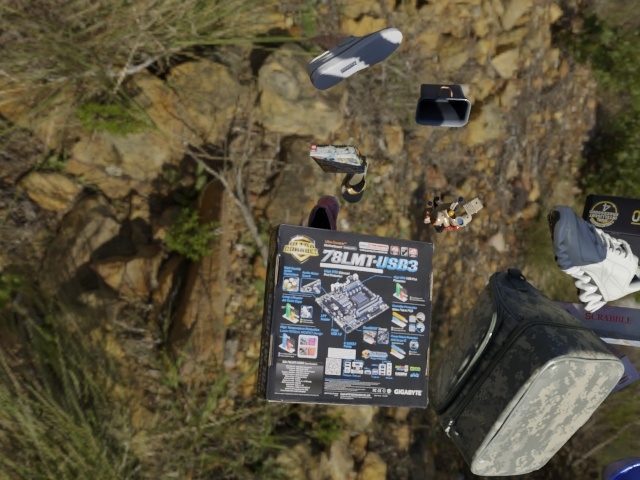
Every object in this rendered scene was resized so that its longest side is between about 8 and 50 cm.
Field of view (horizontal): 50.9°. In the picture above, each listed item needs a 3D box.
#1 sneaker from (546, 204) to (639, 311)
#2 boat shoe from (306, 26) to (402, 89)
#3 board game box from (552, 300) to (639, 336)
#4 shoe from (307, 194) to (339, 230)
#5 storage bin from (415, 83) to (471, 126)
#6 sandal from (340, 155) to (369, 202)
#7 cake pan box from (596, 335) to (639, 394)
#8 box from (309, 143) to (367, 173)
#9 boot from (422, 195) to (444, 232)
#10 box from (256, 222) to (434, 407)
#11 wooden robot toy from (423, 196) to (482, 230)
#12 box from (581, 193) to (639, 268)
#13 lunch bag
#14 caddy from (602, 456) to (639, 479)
[{"bbox_3d":[0.479,0.020,1.174,0.292,0.118,0.110,40,42,-43],"label":"sneaker"},{"bbox_3d":[0.085,-0.502,1.795,0.088,0.267,0.096,64,10,28],"label":"boat shoe"},{"bbox_3d":[0.763,0.224,1.755,0.318,0.318,0.066,23,74,-53],"label":"board game box"},{"bbox_3d":[0.000,0.000,1.380,0.081,0.063,0.178,-49,147,-68],"label":"shoe"},{"bbox_3d":[0.310,-0.360,1.728,0.098,0.135,0.091,92,0,-46],"label":"storage bin"},{"bbox_3d":[0.101,-0.162,1.882,0.180,0.072,0.049,103,-28,-51],"label":"sandal"},{"bbox_3d":[0.582,0.333,1.586,0.070,0.266,0.246,60,6,4],"label":"cake pan box"},{"bbox_3d":[0.040,-0.168,1.394,0.137,0.093,0.027,34,60,-75],"label":"box"},{"bbox_3d":[0.304,-0.056,1.770,0.118,0.042,0.087,-54,137,-39],"label":"boot"},{"bbox_3d":[0.049,0.134,1.162,0.073,0.295,0.293,154,-59,-68],"label":"box"},{"bbox_3d":[0.293,-0.052,1.581,0.079,0.173,0.076,-32,107,-38],"label":"wooden robot toy"},{"bbox_3d":[0.808,0.015,1.530,0.395,0.318,0.097,29,75,-50],"label":"box"},{"bbox_3d":[0.333,0.236,1.212,0.305,0.212,0.256,-64,-147,26],"label":"lunch bag"},{"bbox_3d":[0.667,0.535,1.232,0.179,0.341,0.241,47,55,-75],"label":"caddy"}]
